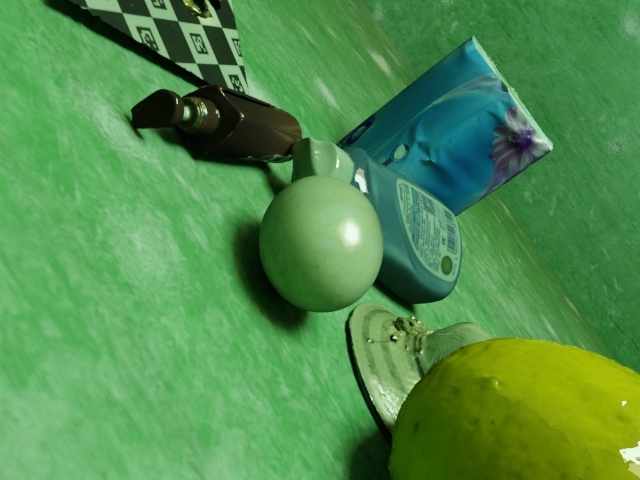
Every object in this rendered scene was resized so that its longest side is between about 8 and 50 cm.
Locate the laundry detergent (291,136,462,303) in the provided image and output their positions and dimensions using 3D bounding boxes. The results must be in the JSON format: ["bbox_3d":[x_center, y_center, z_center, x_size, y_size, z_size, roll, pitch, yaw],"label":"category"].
[{"bbox_3d":[0.065,-0.027,0.843,0.290,0.094,0.143,31,60,-42],"label":"laundry detergent"}]

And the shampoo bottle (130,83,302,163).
[{"bbox_3d":[-0.093,-0.117,0.695,0.067,0.068,0.236,57,19,11],"label":"shampoo bottle"}]

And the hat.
[{"bbox_3d":[0.146,0.145,0.729,0.252,0.110,0.252,45,21,-23],"label":"hat"}]

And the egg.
[{"bbox_3d":[0.000,0.000,0.633,0.114,0.114,0.152,43,18,-26],"label":"egg"}]

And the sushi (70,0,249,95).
[{"bbox_3d":[-0.198,-0.294,0.772,0.290,0.050,0.264,23,50,-58],"label":"sushi"}]

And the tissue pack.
[{"bbox_3d":[0.170,-0.141,1.017,0.146,0.263,0.198,41,24,-29],"label":"tissue pack"}]

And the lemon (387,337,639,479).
[{"bbox_3d":[0.177,0.194,0.526,0.236,0.236,0.263,39,20,-33],"label":"lemon"}]
